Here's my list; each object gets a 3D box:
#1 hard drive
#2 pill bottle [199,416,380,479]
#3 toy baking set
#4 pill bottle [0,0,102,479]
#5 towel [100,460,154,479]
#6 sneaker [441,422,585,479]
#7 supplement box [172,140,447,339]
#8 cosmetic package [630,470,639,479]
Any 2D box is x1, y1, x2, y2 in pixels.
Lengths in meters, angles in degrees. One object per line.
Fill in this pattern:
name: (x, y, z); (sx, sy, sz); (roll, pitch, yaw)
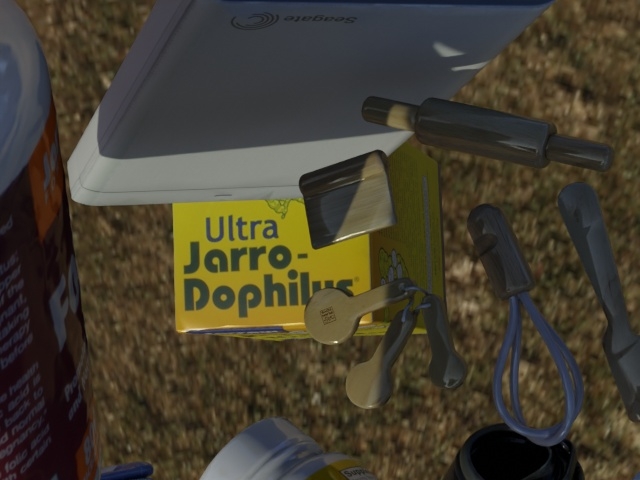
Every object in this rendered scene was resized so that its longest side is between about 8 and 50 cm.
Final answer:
hard drive: (-0.023, -0.104, 1.099); (0.233, 0.353, 0.047); (-3, 72, -22)
pill bottle: (0.016, 0.220, 1.084); (0.119, 0.119, 0.208); (-42, 60, -19)
toy baking set: (0.099, 0.016, 0.966); (0.256, 0.030, 0.196); (9, 90, 25)
pill bottle: (-0.230, -0.002, 0.760); (0.224, 0.392, 0.224); (0, 44, 0)
towel: (-0.348, 0.289, 1.809); (0.209, 0.285, 0.034); (-4, 81, -45)
sneaker: (0.242, 0.262, 1.463); (0.296, 0.147, 0.104); (18, 49, 12)
supplement box: (0.000, 0.000, 1.623); (0.194, 0.356, 0.195); (-4, 84, 15)
cosmetic package: (0.205, 0.338, 1.000); (0.284, 0.377, 0.097); (-45, 45, -2)
